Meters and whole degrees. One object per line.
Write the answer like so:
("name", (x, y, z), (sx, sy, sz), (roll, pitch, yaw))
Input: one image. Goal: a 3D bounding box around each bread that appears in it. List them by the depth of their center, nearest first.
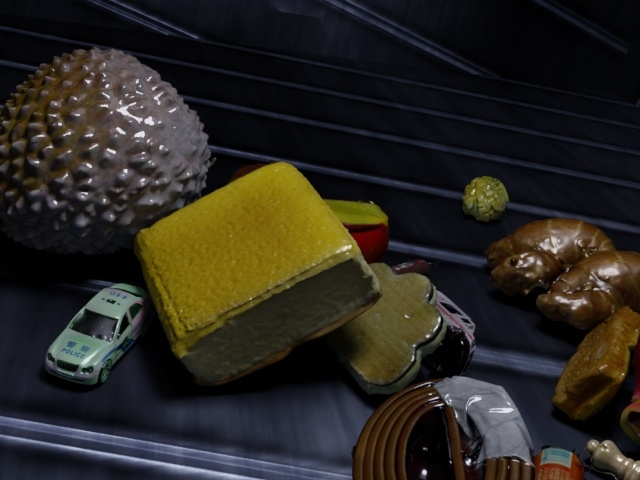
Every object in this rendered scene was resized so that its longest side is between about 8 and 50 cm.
("bread", (-0.112, 0.041, 1.272), (0.323, 0.143, 0.333), (-27, 39, -6))
("bread", (0.103, 0.131, 1.311), (0.207, 0.056, 0.286), (-30, 39, -7))
("bread", (0.483, 0.201, 1.337), (0.077, 0.139, 0.271), (46, 33, 10))

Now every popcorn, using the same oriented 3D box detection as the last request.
("popcorn", (0.409, -0.100, 1.971), (0.106, 0.116, 0.121), (49, 9, -34))

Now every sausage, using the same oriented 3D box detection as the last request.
("sausage", (0.284, 0.364, 0.995), (0.083, 0.083, 0.264), (19, 28, 15))

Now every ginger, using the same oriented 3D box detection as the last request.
("ginger", (0.496, 0.072, 1.609), (0.274, 0.152, 0.357), (-26, 41, -24))

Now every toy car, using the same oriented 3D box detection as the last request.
("toy car", (-0.328, 0.132, 1.200), (0.090, 0.076, 0.224), (17, 26, 7))
("toy car", (0.212, 0.158, 1.369), (0.108, 0.089, 0.210), (9, 20, -30))

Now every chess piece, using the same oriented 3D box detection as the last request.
("chess piece", (0.456, 0.343, 1.135), (0.060, 0.060, 0.172), (-12, 32, -41))

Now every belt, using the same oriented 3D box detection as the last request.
("belt", (0.151, 0.295, 0.961), (0.217, 0.122, 0.339), (-3, 21, 11))

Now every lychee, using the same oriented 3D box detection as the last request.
("lychee", (-0.395, -0.151, 1.410), (0.380, 0.380, 0.432), (28, 45, 31))

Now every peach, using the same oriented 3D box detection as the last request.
("peach", (0.005, 0.002, 1.505), (0.267, 0.159, 0.154), (6, 16, -29))

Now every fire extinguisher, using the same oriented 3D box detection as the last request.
("fire extinguisher", (0.169, 0.066, 1.588), (0.158, 0.043, 0.064), (-13, -7, -42))

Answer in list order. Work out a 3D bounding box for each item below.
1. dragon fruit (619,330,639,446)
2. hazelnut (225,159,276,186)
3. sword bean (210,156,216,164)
("dragon fruit", (0.593, 0.256, 1.172), (0.305, 0.226, 0.305), (20, -8, 3))
("hazelnut", (-0.135, -0.076, 1.596), (0.160, 0.170, 0.201), (28, 20, 33))
("sword bean", (-0.272, -0.188, 1.952), (0.012, 0.012, 0.083), (14, 25, 5))
